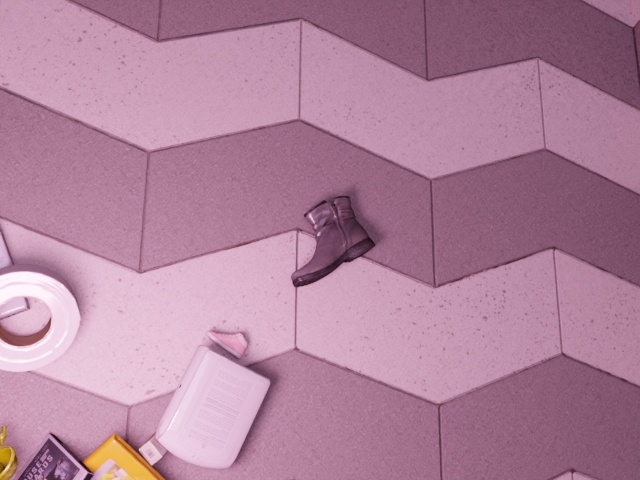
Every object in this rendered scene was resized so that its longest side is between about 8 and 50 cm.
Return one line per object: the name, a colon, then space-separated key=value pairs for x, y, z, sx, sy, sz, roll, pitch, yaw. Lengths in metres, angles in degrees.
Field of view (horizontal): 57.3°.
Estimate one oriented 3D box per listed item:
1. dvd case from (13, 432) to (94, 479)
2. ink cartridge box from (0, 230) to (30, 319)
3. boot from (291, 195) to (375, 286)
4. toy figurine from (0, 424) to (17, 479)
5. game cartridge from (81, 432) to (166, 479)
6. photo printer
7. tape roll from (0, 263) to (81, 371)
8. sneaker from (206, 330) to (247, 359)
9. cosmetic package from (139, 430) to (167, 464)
dvd case: x=-0.719 y=0.641 z=1.547 sx=0.179 sy=0.239 sz=0.029 roll=-57 pitch=137 yaw=-19
ink cartridge box: x=-1.042 y=0.102 z=1.648 sx=0.324 sy=0.071 sz=0.330 roll=-20 pitch=82 yaw=-20
boot: x=0.000 y=0.000 z=1.947 sx=0.338 sy=0.118 sz=0.222 roll=-28 pitch=83 yaw=-30
toy figurine: x=-0.889 y=0.701 z=1.537 sx=0.362 sy=0.191 sz=0.217 roll=-41 pitch=122 yaw=-11
game cartridge: x=-0.580 y=0.733 z=1.584 sx=0.324 sy=0.053 sz=0.285 roll=-44 pitch=99 yaw=-6
photo printer: x=-0.316 y=0.498 z=1.714 sx=0.256 sy=0.107 sz=0.307 roll=33 pitch=70 yaw=-24
tape roll: x=-0.817 y=0.211 z=1.613 sx=0.286 sy=0.100 sz=0.286 roll=-5 pitch=102 yaw=-25
sneaker: x=-0.286 y=0.305 z=1.821 sx=0.134 sy=0.051 sz=0.070 roll=37 pitch=69 yaw=-8
cosmetic package: x=-0.467 y=0.585 z=1.670 sx=0.041 sy=0.115 sz=0.060 roll=-39 pitch=88 yaw=3
